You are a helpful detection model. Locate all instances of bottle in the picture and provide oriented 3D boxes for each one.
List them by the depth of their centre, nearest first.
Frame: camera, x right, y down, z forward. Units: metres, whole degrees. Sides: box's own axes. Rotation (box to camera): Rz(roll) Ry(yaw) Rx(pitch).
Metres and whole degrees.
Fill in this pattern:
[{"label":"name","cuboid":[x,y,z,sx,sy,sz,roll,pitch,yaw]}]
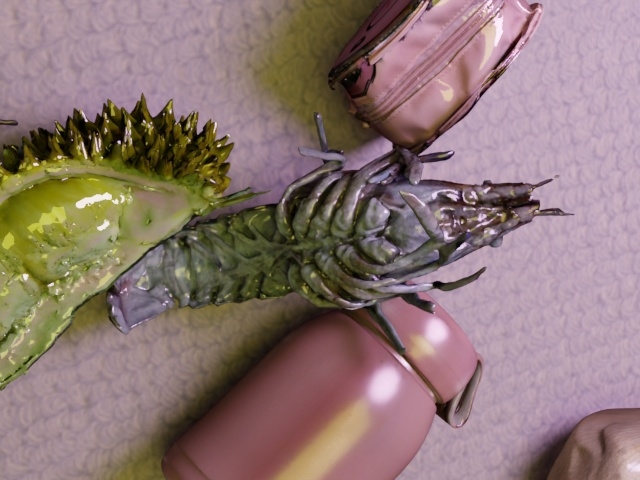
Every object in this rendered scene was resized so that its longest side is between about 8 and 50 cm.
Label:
[{"label":"bottle","cuboid":[0.016,0.174,1.293,0.297,0.173,0.206,-46,128,-9]}]

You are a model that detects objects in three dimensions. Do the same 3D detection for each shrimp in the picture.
[{"label":"shrimp","cuboid":[0.004,-0.001,1.202,0.410,0.166,0.221,-10,95,28]}]

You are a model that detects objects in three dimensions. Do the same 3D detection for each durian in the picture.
[{"label":"durian","cuboid":[-0.231,-0.001,1.158,0.352,0.158,0.169,-38,93,-2]}]

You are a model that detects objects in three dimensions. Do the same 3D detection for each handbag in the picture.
[{"label":"handbag","cuboid":[0.101,-0.181,1.247,0.116,0.179,0.205,40,113,-12]}]

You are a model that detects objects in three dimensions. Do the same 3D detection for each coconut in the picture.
[{"label":"coconut","cuboid":[0.330,0.267,1.398,0.224,0.224,0.224,-3,101,-18]}]

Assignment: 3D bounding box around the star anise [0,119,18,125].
[{"label":"star anise","cuboid":[-0.363,-0.114,1.172,0.140,0.144,0.158,18,85,24]}]
